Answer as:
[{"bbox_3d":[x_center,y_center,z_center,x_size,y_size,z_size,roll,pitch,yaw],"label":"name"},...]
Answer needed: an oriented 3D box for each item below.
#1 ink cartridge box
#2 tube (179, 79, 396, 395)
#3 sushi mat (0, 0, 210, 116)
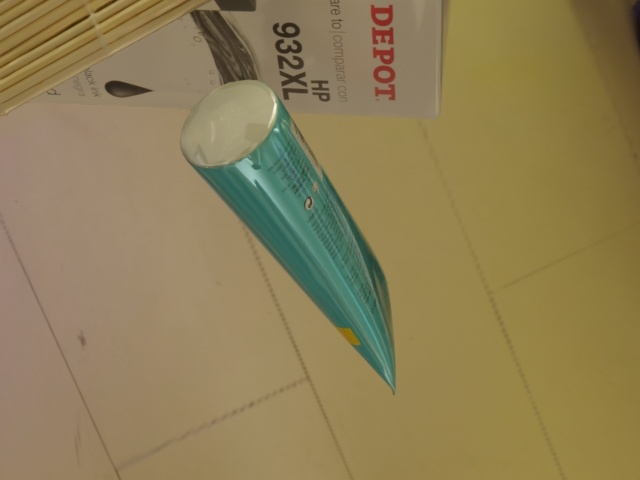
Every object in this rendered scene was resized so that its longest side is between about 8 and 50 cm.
[{"bbox_3d":[-0.073,-0.194,0.732,0.308,0.223,0.129,3,55,7],"label":"ink cartridge box"},{"bbox_3d":[0.000,0.000,0.634,0.207,0.052,0.080,52,33,-46],"label":"tube"},{"bbox_3d":[-0.194,-0.133,0.619,0.317,0.019,0.151,-26,92,14],"label":"sushi mat"}]
